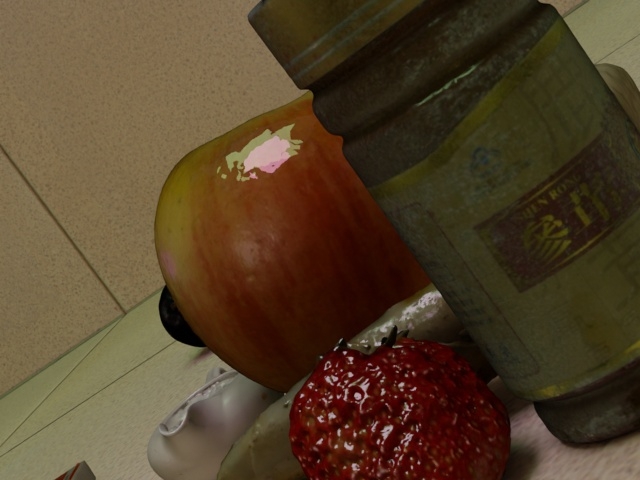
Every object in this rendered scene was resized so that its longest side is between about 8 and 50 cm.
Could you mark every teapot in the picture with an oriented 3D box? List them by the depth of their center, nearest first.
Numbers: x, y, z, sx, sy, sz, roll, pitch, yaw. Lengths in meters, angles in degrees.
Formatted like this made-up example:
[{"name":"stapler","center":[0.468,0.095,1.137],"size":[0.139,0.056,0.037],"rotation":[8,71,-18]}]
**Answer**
[{"name":"teapot","center":[-0.096,0.176,1.155],"size":[0.145,0.092,0.226],"rotation":[-32,6,5]}]

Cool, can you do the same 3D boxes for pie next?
[{"name":"pie","center":[0.043,0.111,0.881],"size":[0.282,0.068,0.128],"rotation":[-40,-34,18]}]

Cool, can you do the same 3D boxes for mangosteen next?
[{"name":"mangosteen","center":[-0.179,0.107,1.895],"size":[0.137,0.137,0.151],"rotation":[-34,-28,14]}]

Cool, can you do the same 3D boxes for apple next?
[{"name":"apple","center":[0.000,0.000,1.006],"size":[0.286,0.233,0.286],"rotation":[-27,7,4]}]

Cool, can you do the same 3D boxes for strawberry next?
[{"name":"strawberry","center":[0.055,0.128,0.755],"size":[0.131,0.148,0.131],"rotation":[-28,-32,-19]}]

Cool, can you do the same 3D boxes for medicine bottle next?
[{"name":"medicine bottle","center":[0.109,-0.046,0.719],"size":[0.151,0.322,0.151],"rotation":[-35,7,5]}]

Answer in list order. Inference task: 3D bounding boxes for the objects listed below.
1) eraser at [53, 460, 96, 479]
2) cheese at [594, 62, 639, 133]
[{"name":"eraser","center":[-0.382,0.364,1.458],"size":[0.230,0.038,0.157],"rotation":[-34,8,2]},{"name":"cheese","center":[0.160,-0.031,1.154],"size":[0.328,0.130,0.351],"rotation":[-31,7,22]}]
